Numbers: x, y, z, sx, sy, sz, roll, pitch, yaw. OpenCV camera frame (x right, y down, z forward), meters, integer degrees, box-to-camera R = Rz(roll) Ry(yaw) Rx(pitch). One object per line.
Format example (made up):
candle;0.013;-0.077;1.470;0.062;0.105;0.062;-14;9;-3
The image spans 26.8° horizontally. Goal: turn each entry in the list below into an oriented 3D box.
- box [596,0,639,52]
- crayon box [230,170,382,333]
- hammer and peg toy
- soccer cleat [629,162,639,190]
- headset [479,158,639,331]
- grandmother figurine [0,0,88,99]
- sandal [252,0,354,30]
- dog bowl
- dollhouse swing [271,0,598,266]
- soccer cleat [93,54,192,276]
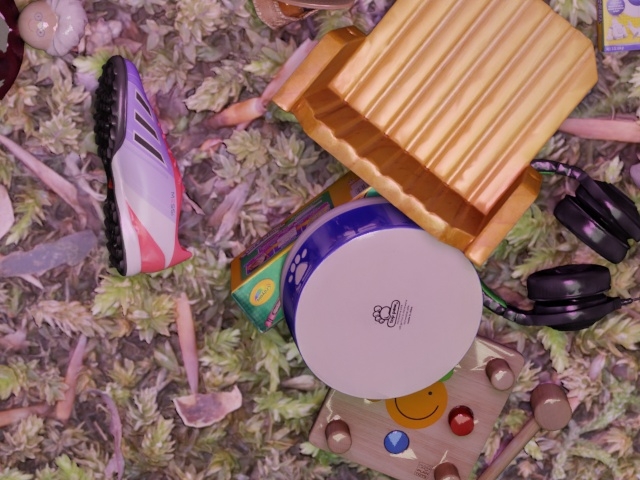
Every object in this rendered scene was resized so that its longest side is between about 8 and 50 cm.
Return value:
box;0.450;-0.364;1.931;0.105;0.043;0.179;-6;102;-2
crayon box;0.000;0.000;1.929;0.278;0.165;0.081;-37;104;6
hammer and peg toy;0.190;0.264;2.024;0.361;0.127;0.266;23;101;-9
soccer cleat;0.587;-0.170;1.958;0.331;0.143;0.116;-35;110;-19
headset;0.394;0.025;1.997;0.394;0.185;0.243;20;98;7
grandmother figurine;-0.491;-0.279;1.868;0.342;0.104;0.207;-9;113;2
sandal;-0.072;-0.337;1.902;0.240;0.088;0.079;10;134;1
dog bowl;0.082;0.079;1.825;0.265;0.104;0.265;-5;115;-11
dollhouse swing;0.186;-0.208;1.808;0.347;0.315;0.305;40;105;2
soccer cleat;-0.254;-0.109;1.931;0.116;0.108;0.318;-8;103;-22
